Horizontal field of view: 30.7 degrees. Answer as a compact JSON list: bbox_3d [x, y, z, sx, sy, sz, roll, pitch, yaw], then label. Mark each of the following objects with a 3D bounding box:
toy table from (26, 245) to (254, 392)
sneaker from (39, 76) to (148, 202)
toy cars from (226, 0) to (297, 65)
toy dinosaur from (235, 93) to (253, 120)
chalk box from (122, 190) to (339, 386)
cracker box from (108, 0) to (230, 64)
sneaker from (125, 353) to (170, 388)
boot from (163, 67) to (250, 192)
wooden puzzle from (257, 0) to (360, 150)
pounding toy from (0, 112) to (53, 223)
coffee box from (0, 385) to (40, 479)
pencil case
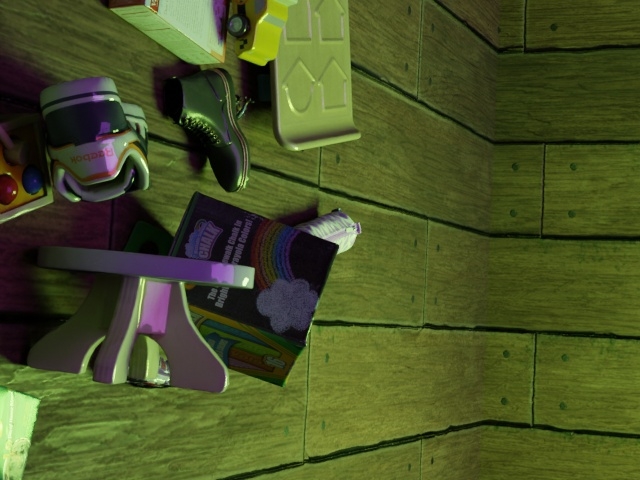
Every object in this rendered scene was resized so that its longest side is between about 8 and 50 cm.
[{"bbox_3d":[-0.230,0.098,1.471,0.252,0.274,0.161,22,74,-74],"label":"toy table"},{"bbox_3d":[-0.273,-0.106,1.429,0.321,0.126,0.127,106,-30,-88],"label":"sneaker"},{"bbox_3d":[-0.061,-0.446,1.867,0.176,0.087,0.393,61,33,-39],"label":"toy cars"},{"bbox_3d":[-0.142,-0.200,1.917,0.082,0.047,0.090,-62,159,-13],"label":"toy dinosaur"},{"bbox_3d":[-0.147,0.064,1.696,0.179,0.289,0.180,115,-5,-60],"label":"chalk box"},{"bbox_3d":[-0.215,-0.370,1.712,0.232,0.067,0.155,29,63,-63],"label":"cracker box"},{"bbox_3d":[-0.243,0.176,1.687,0.170,0.068,0.071,30,59,-62],"label":"sneaker"},{"bbox_3d":[-0.184,-0.164,1.802,0.137,0.077,0.198,-20,97,-59],"label":"boot"},{"bbox_3d":[-0.034,-0.343,2.108,0.322,0.080,0.348,-20,105,-64],"label":"wooden puzzle"},{"bbox_3d":[-0.373,-0.096,1.342,0.130,0.100,0.141,-35,123,-61],"label":"pounding toy"},{"bbox_3d":[-0.405,0.219,1.359,0.184,0.040,0.113,40,55,-60],"label":"coffee box"},{"bbox_3d":[0.000,0.000,2.178,0.206,0.088,0.086,-27,113,-62],"label":"pencil case"}]
